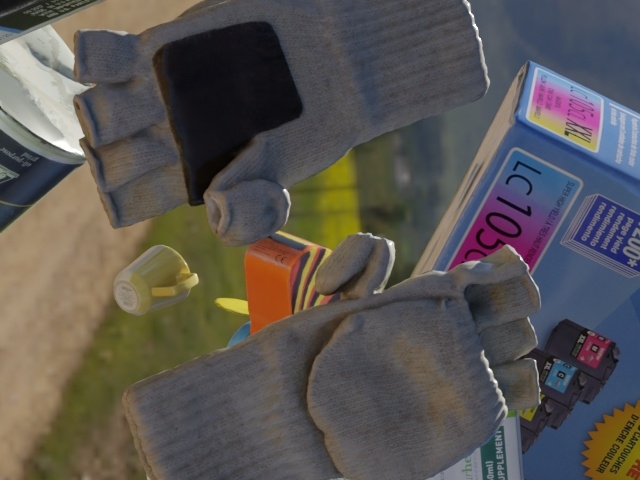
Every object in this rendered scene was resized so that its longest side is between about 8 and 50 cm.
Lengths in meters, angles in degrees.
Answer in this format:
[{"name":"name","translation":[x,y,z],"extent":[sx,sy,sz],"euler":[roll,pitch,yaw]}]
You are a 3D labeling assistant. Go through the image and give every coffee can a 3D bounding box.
[{"name":"coffee can","translation":[-0.327,-0.060,1.451],"extent":[0.201,0.275,0.201],"euler":[45,18,-19]}]

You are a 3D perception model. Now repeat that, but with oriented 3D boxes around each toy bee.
[{"name":"toy bee","translation":[-0.022,0.110,1.852],"extent":[0.162,0.195,0.298],"euler":[-31,154,-48]}]

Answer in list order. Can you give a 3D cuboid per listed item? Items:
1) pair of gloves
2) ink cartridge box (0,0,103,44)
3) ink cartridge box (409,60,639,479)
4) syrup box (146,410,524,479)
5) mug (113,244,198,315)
[{"name":"pair of gloves","translation":[0.000,0.000,0.879],"extent":[0.042,0.204,0.240],"euler":[-179,-103,-72]},{"name":"ink cartridge box","translation":[-0.198,-0.203,1.031],"extent":[0.045,0.206,0.208],"euler":[3,74,-50]},{"name":"ink cartridge box","translation":[0.268,0.075,1.462],"extent":[0.151,0.395,0.270],"euler":[-70,-174,-62]},{"name":"syrup box","translation":[0.008,0.147,1.239],"extent":[0.096,0.237,0.093],"euler":[-140,-134,-88]},{"name":"mug","translation":[-0.168,0.040,1.913],"extent":[0.062,0.078,0.064],"euler":[54,42,6]}]
